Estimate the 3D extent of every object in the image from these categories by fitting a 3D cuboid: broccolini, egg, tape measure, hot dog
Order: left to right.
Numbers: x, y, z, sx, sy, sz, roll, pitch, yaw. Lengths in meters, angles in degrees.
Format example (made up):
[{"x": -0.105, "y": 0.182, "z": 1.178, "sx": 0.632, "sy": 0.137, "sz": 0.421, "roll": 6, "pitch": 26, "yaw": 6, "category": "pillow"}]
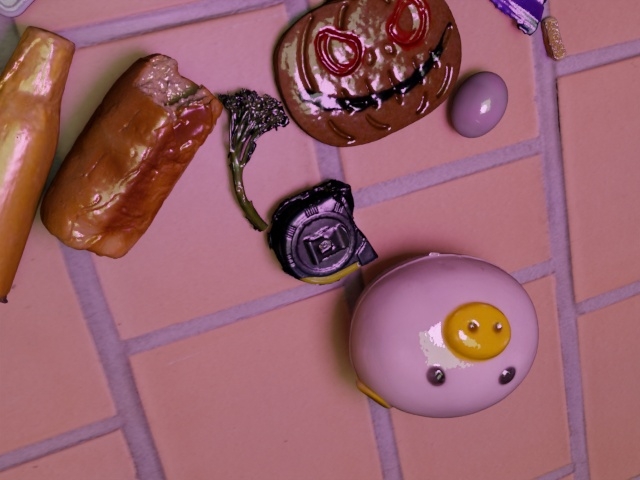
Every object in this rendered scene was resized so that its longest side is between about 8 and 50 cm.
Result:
[{"x": -0.109, "y": -0.149, "z": 1.294, "sx": 0.123, "sy": 0.062, "sz": 0.272, "roll": -9, "pitch": 111, "yaw": -8, "category": "broccolini"}, {"x": 0.000, "y": 0.000, "z": 1.341, "sx": 0.186, "sy": 0.112, "sz": 0.199, "roll": -28, "pitch": 111, "yaw": -7, "category": "tape measure"}, {"x": 0.312, "y": -0.266, "z": 1.373, "sx": 0.103, "sy": 0.103, "sz": 0.135, "roll": 24, "pitch": 97, "yaw": -23, "category": "egg"}, {"x": 0.474, "y": -0.409, "z": 1.428, "sx": 0.030, "sy": 0.034, "sz": 0.090, "roll": -17, "pitch": 91, "yaw": -2, "category": "hot dog"}]

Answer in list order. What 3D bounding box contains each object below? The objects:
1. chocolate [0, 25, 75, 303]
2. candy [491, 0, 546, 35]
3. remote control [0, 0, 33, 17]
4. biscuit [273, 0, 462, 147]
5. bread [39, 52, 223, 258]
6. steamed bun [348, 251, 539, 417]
[{"x": -0.512, "y": -0.126, "z": 1.122, "sx": 0.162, "sy": 0.162, "sz": 0.446, "roll": 20, "pitch": 93, "yaw": -23, "category": "chocolate"}, {"x": 0.427, "y": -0.553, "z": 1.355, "sx": 0.145, "sy": 0.070, "sz": 0.275, "roll": 30, "pitch": 96, "yaw": -15, "category": "candy"}, {"x": -0.415, "y": -0.503, "z": 1.078, "sx": 0.128, "sy": 0.065, "sz": 0.335, "roll": 43, "pitch": 89, "yaw": -22, "category": "remote control"}, {"x": 0.090, "y": -0.348, "z": 1.299, "sx": 0.367, "sy": 0.063, "sz": 0.314, "roll": -26, "pitch": 113, "yaw": -10, "category": "biscuit"}, {"x": -0.321, "y": -0.143, "z": 1.147, "sx": 0.148, "sy": 0.195, "sz": 0.344, "roll": 31, "pitch": 93, "yaw": -44, "category": "bread"}, {"x": 0.239, "y": 0.186, "z": 1.368, "sx": 0.373, "sy": 0.334, "sz": 0.334, "roll": 2, "pitch": 104, "yaw": -14, "category": "steamed bun"}]
